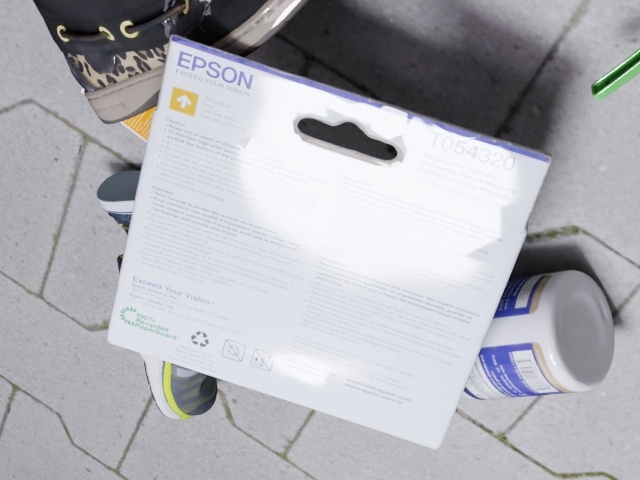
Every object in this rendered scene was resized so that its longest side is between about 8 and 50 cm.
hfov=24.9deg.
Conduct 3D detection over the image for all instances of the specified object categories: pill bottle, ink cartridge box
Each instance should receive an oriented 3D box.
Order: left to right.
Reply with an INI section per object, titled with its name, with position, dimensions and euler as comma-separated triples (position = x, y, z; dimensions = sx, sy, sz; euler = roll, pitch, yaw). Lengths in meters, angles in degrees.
[ink cartridge box]
position = 0.000, 0.000, 1.253
dimensions = 0.324, 0.071, 0.330
euler = 19, 123, 2
[pill bottle]
position = 0.170, 0.093, 1.364
dimensions = 0.186, 0.112, 0.112
euler = -10, 124, 42

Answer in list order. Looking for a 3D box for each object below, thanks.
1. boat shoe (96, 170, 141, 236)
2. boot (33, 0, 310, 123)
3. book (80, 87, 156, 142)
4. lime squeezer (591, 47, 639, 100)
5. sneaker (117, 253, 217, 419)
[boat shoe]
position = -0.144, -0.029, 1.514
dimensions = 0.183, 0.065, 0.083
euler = 5, 141, 35
[boot]
position = -0.154, -0.274, 1.209
dimensions = 0.284, 0.138, 0.377
euler = 50, 141, -16
[book]
position = -0.155, -0.135, 1.429
dimensions = 0.144, 0.035, 0.096
euler = 40, 137, -6
[lime squeezer]
position = 0.273, -0.204, 1.000
dimensions = 0.110, 0.059, 0.310
euler = -11, 143, -13
[sneaker]
position = -0.138, 0.108, 1.604
dimensions = 0.121, 0.111, 0.300
euler = -10, 150, 0
